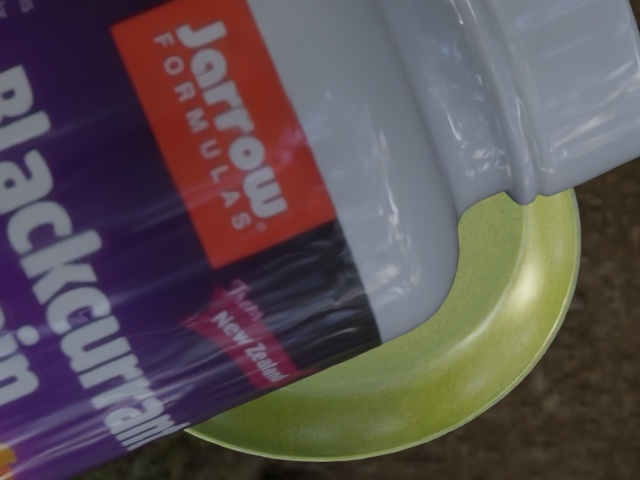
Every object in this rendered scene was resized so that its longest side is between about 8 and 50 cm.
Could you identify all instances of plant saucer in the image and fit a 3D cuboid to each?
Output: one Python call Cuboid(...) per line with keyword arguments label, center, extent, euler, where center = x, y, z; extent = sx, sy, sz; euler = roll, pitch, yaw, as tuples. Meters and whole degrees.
Cuboid(label="plant saucer", center=(0.000, 0.000, 0.869), extent=(0.241, 0.037, 0.241), euler=(-1, 123, -1))

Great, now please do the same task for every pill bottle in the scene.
Cuboid(label="pill bottle", center=(-0.039, -0.016, 0.364), extent=(0.193, 0.108, 0.108), euler=(-24, 150, -1))
